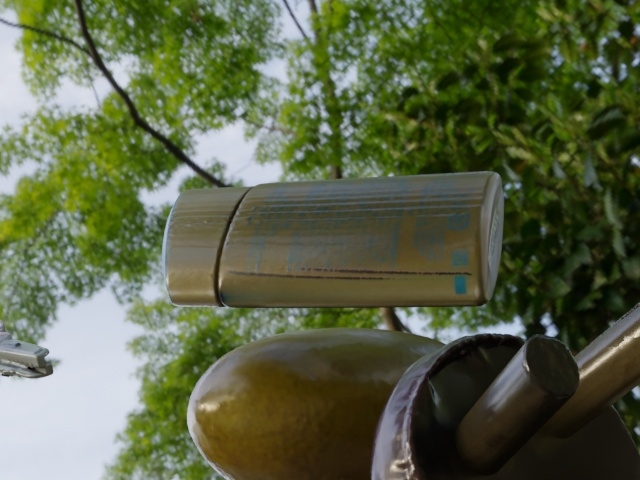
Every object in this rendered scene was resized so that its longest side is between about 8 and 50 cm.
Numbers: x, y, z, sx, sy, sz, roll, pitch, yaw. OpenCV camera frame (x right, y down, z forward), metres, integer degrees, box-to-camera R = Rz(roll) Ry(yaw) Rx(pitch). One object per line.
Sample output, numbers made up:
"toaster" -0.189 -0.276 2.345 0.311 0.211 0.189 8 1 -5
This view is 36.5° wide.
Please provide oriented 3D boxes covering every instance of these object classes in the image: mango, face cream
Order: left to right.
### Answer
"face cream" 0.000 0.000 0.788 0.285 0.139 0.067 -1 -50 19
"mango" 0.032 0.201 1.041 0.301 0.221 0.445 -15 -28 36

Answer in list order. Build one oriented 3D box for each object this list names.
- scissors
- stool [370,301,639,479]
"scissors" -0.351 0.117 1.028 0.118 0.242 0.031 -21 -74 -43
"stool" 0.191 0.176 0.723 0.272 0.272 0.178 1 -28 -35
